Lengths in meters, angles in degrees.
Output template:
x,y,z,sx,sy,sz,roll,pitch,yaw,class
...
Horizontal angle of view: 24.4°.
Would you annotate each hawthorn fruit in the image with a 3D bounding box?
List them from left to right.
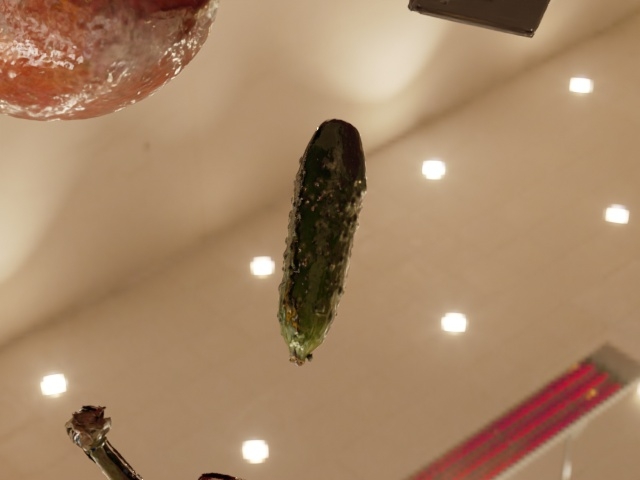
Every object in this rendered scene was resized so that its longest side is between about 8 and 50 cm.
x,y,z,sx,sy,sz,roll,pitch,yaw,class
-0.150,-0.147,0.852,0.173,0.173,0.173,0,-143,0,hawthorn fruit

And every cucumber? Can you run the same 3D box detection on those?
x,y,z,sx,sy,sz,roll,pitch,yaw,class
0.000,0.000,1.308,0.069,0.069,0.227,7,-108,10,cucumber

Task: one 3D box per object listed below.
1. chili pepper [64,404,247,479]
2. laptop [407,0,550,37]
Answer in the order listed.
x,y,z,sx,sy,sz,roll,pitch,yaw,class
-0.012,0.242,0.856,0.110,0.110,0.387,-33,-114,-35,chili pepper
0.204,-0.310,1.728,0.197,0.135,0.016,5,-149,-36,laptop
